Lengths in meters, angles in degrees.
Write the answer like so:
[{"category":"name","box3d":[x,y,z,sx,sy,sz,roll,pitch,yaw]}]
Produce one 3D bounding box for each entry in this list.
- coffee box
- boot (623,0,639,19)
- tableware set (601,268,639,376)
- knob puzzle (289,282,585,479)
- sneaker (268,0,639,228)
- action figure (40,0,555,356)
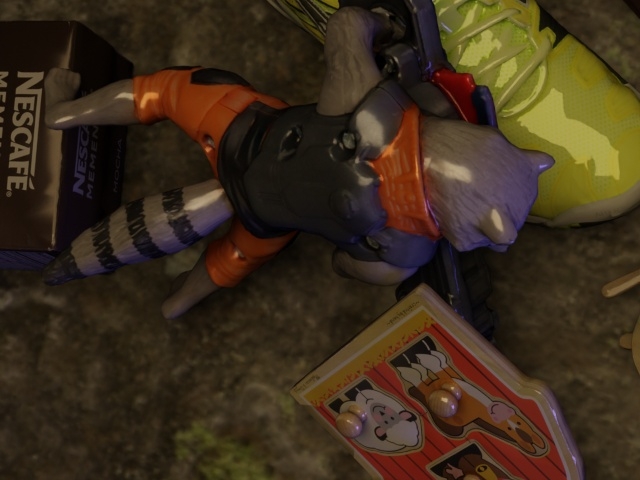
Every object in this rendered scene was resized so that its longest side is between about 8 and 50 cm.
[{"category":"coffee box","box3d":[-0.301,-0.069,1.193,0.297,0.119,0.168,1,81,14]},{"category":"boot","box3d":[0.223,-0.180,1.092,0.248,0.090,0.207,-13,76,8]},{"category":"tableware set","box3d":[0.299,0.051,1.067,0.194,0.039,0.128,-25,65,3]},{"category":"knob puzzle","box3d":[0.084,0.135,1.027,0.213,0.213,0.030,26,48,16]},{"category":"sneaker","box3d":[0.065,-0.144,1.099,0.384,0.147,0.145,39,90,15]},{"category":"action figure","box3d":[0.000,0.000,1.037,0.330,0.178,0.341,-8,111,37]}]
